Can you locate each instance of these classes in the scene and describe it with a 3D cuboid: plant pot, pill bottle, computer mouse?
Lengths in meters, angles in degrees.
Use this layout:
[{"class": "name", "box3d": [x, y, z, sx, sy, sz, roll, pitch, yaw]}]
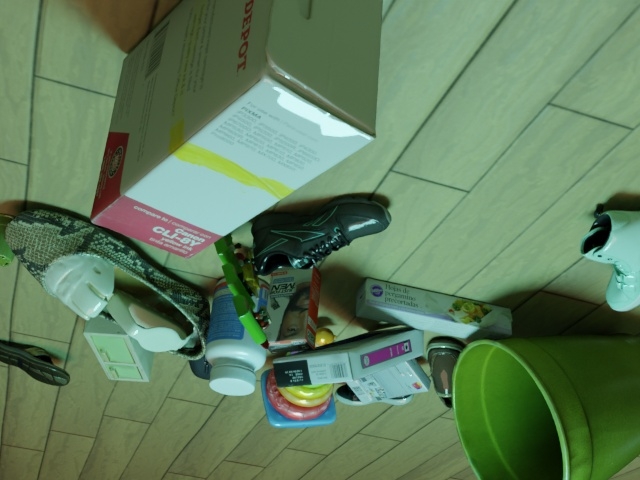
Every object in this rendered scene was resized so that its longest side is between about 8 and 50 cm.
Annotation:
[{"class": "plant pot", "box3d": [0.517, 0.341, 1.775, 0.352, 0.367, 0.366, -12, 155, -23]}, {"class": "plant pot", "box3d": [-0.603, 0.004, 1.647, 0.083, 0.079, 0.083, 3, 148, 2]}, {"class": "pill bottle", "box3d": [-0.168, 0.194, 1.760, 0.124, 0.222, 0.124, 4, 149, 2]}, {"class": "computer mouse", "box3d": [-0.305, 0.276, 2.073, 0.184, 0.060, 0.262, 9, 149, -8]}]

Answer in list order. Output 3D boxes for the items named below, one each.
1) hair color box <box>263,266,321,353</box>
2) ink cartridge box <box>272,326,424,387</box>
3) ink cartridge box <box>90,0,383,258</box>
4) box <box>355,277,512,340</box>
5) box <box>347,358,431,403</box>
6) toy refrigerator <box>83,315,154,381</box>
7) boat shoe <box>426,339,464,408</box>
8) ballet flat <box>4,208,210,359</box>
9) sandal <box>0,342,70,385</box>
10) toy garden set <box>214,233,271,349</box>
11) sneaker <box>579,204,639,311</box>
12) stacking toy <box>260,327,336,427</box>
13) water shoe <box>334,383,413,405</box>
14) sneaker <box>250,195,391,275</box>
[{"class": "hair color box", "box3d": [-0.054, 0.132, 1.694, 0.093, 0.167, 0.053, -8, 147, 19]}, {"class": "ink cartridge box", "box3d": [0.082, 0.227, 1.754, 0.175, 0.069, 0.371, -12, 179, 33]}, {"class": "ink cartridge box", "box3d": [-0.106, -0.182, 1.070, 0.160, 0.279, 0.384, 25, 144, -31]}, {"class": "box", "box3d": [0.234, 0.147, 1.778, 0.323, 0.063, 0.067, 12, 148, -12]}, {"class": "box", "box3d": [0.144, 0.312, 2.043, 0.186, 0.038, 0.145, -19, 120, 35]}, {"class": "toy refrigerator", "box3d": [-0.461, 0.239, 2.002, 0.102, 0.094, 0.270, 4, 150, 2]}, {"class": "boat shoe", "box3d": [0.302, 0.319, 2.021, 0.095, 0.095, 0.257, -5, 148, 16]}, {"class": "ballet flat", "box3d": [-0.386, 0.106, 1.682, 0.164, 0.182, 0.482, -39, 132, 17]}, {"class": "sandal", "box3d": [-0.727, 0.297, 2.182, 0.219, 0.060, 0.090, 25, 140, -5]}, {"class": "toy garden set", "box3d": [-0.128, 0.077, 1.566, 0.049, 0.244, 0.204, -23, 146, 0]}, {"class": "sneaker", "box3d": [0.508, 0.030, 1.511, 0.151, 0.094, 0.256, 2, 140, -6]}, {"class": "stacking toy", "box3d": [-0.027, 0.289, 1.991, 0.175, 0.166, 0.302, 0, 140, -16]}, {"class": "water shoe", "box3d": [0.132, 0.361, 2.164, 0.203, 0.073, 0.080, -3, 120, 17]}, {"class": "sneaker", "box3d": [0.000, 0.000, 1.529, 0.267, 0.106, 0.101, -12, 143, 24]}]
